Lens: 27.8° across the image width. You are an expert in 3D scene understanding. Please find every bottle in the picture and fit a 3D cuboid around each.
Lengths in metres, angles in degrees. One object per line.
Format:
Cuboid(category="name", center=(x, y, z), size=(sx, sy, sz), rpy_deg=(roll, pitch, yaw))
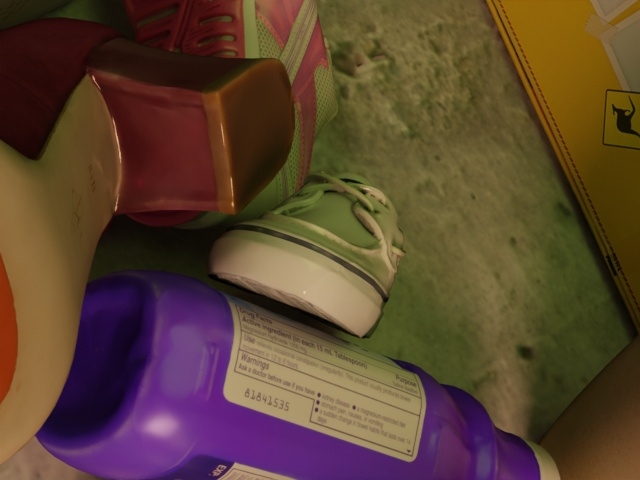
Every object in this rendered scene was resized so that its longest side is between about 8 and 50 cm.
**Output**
Cuboid(category="bottle", center=(0.004, 0.097, 0.636), size=(0.283, 0.118, 0.092), rpy_deg=(23, 70, -35))

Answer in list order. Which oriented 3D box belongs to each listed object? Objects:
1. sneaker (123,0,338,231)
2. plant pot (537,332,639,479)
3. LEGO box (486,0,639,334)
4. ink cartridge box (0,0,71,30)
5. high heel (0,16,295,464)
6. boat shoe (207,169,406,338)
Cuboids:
Cuboid(category="sneaker", center=(-0.047, -0.109, 0.724), size=(0.111, 0.103, 0.252), rpy_deg=(33, 57, -52))
Cuboid(category="plant pot", center=(0.252, 0.121, 0.716), size=(0.256, 0.274, 0.256), rpy_deg=(17, 60, -31))
Cuboid(category="LEGO box", center=(0.326, -0.183, 0.878), size=(0.193, 0.372, 0.500), rpy_deg=(-12, 75, -43))
Cuboid(category="ink cartridge box", center=(-0.280, -0.196, 0.544), size=(0.308, 0.091, 0.385), rpy_deg=(51, 36, -4))
Cuboid(category="high heel", center=(-0.164, -0.004, 0.489), size=(0.377, 0.181, 0.127), rpy_deg=(-33, 124, -61))
Cuboid(category="boat shoe", center=(0.000, 0.000, 0.636), size=(0.083, 0.226, 0.076), rpy_deg=(21, 86, 5))
